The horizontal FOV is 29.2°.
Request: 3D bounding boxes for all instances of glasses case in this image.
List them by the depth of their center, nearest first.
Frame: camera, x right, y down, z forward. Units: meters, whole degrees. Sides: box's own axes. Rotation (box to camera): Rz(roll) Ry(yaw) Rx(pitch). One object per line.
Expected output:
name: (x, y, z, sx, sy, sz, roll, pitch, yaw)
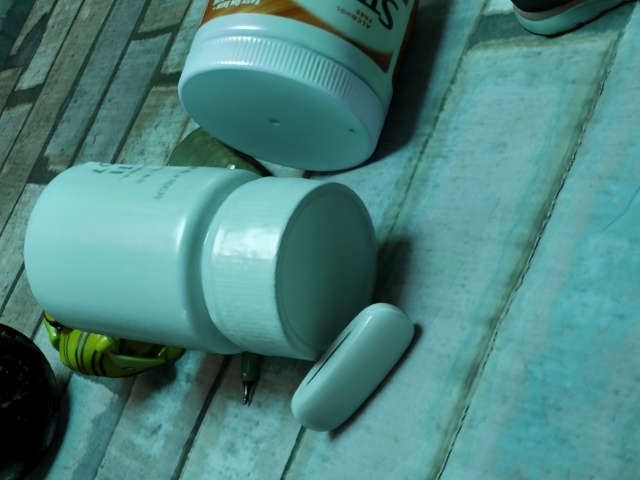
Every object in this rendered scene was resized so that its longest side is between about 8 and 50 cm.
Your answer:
glasses case: (0.033, 0.133, 1.276, 0.164, 0.063, 0.041, -52, 29, 18)

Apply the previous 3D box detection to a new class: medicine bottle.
medicine bottle: (-0.139, 0.019, 1.392, 0.371, 0.211, 0.211, 5, 67, 35)
medicine bottle: (-0.021, -0.246, 1.505, 0.252, 0.252, 0.241, -14, 54, 54)

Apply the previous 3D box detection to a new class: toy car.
toy car: (-0.251, 0.105, 1.663, 0.248, 0.200, 0.142, -45, 55, 28)

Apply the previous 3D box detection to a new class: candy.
candy: (-0.141, -0.086, 1.718, 0.104, 0.102, 0.234, -58, 29, 7)

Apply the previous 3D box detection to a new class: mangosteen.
mangosteen: (-0.546, 0.258, 1.890, 0.288, 0.288, 0.288, -39, 35, 35)

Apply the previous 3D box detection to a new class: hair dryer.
hair dryer: (-0.086, 0.129, 1.504, 0.071, 0.047, 0.150, -24, 52, 47)

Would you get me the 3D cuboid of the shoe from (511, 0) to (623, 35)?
shoe: (0.266, -0.297, 1.198, 0.291, 0.137, 0.114, -12, 56, 54)
